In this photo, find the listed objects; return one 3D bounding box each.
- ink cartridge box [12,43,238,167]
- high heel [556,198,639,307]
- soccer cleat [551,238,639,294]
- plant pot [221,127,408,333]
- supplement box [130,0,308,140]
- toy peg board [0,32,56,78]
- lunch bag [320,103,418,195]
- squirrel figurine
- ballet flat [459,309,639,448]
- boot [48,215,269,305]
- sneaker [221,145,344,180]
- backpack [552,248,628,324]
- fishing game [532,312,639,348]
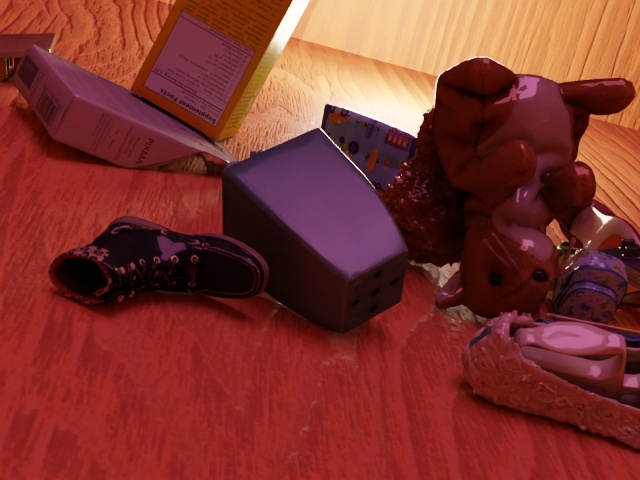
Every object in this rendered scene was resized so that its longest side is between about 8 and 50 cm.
[{"bbox_3d":[-0.335,-0.198,2.074,0.385,0.091,0.308,25,11,-35],"label":"ink cartridge box"},{"bbox_3d":[0.544,0.023,2.111,0.181,0.127,0.377,30,21,-33],"label":"high heel"},{"bbox_3d":[0.436,0.064,1.910,0.289,0.121,0.093,-2,16,11],"label":"soccer cleat"},{"bbox_3d":[0.000,0.000,1.554,0.165,0.166,0.234,-26,52,-27],"label":"plant pot"},{"bbox_3d":[-0.177,-0.393,2.200,0.194,0.357,0.195,31,11,2],"label":"supplement box"},{"bbox_3d":[-0.604,-0.352,2.271,0.160,0.079,0.161,-3,21,-8],"label":"toy peg board"},{"bbox_3d":[0.152,-0.157,2.278,0.221,0.138,0.293,25,11,32],"label":"lunch bag"},{"bbox_3d":[0.264,-0.057,1.798,0.281,0.371,0.397,5,-7,-29],"label":"squirrel figurine"},{"bbox_3d":[0.381,0.179,1.456,0.408,0.147,0.147,13,19,-6],"label":"ballet flat"},{"bbox_3d":[-0.201,0.042,1.440,0.236,0.085,0.178,15,19,16],"label":"boot"},{"bbox_3d":[-0.061,-0.125,2.004,0.122,0.110,0.283,22,19,27],"label":"sneaker"},{"bbox_3d":[0.429,0.079,1.824,0.105,0.114,0.084,18,38,-1],"label":"backpack"},{"bbox_3d":[0.370,0.140,1.594,0.189,0.041,0.264,12,-9,2],"label":"fishing game"}]
